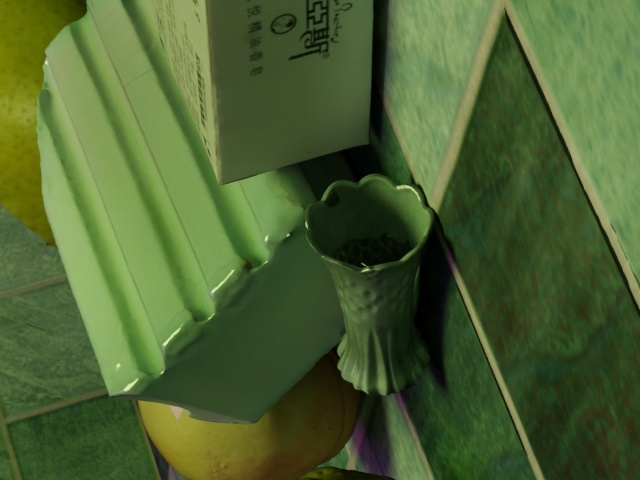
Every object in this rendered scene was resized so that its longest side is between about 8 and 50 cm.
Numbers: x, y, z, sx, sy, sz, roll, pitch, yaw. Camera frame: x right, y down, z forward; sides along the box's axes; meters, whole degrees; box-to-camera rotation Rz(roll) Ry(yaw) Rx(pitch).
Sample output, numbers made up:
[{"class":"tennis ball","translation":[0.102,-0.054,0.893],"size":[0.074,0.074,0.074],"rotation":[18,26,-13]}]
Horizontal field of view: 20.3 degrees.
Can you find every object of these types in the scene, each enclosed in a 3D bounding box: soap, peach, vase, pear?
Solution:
[{"class":"soap","translation":[-0.098,-0.046,1.313],"size":[0.115,0.208,0.347],"rotation":[26,-153,-42]},{"class":"peach","translation":[-0.056,0.115,1.414],"size":[0.184,0.184,0.184],"rotation":[164,90,-78]},{"class":"vase","translation":[0.037,0.036,1.147],"size":[0.148,0.081,0.081],"rotation":[81,167,-48]},{"class":"pear","translation":[-0.223,-0.177,1.641],"size":[0.386,0.191,0.340],"rotation":[52,-163,-15]}]

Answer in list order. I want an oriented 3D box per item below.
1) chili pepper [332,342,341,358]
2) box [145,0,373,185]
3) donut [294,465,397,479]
[{"class":"chili pepper","translation":[0.000,0.000,1.316],"size":[0.052,0.050,0.201],"rotation":[63,-178,-46]},{"class":"box","translation":[-0.048,-0.203,1.108],"size":[0.274,0.116,0.203],"rotation":[90,161,-53]},{"class":"donut","translation":[0.024,0.281,1.204],"size":[0.128,0.208,0.261],"rotation":[21,141,59]}]
